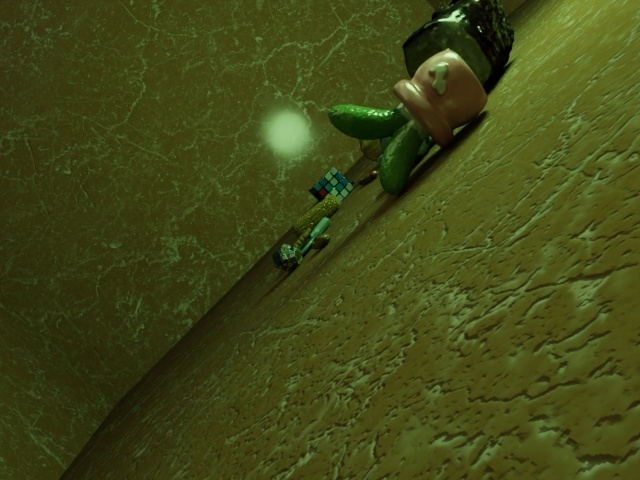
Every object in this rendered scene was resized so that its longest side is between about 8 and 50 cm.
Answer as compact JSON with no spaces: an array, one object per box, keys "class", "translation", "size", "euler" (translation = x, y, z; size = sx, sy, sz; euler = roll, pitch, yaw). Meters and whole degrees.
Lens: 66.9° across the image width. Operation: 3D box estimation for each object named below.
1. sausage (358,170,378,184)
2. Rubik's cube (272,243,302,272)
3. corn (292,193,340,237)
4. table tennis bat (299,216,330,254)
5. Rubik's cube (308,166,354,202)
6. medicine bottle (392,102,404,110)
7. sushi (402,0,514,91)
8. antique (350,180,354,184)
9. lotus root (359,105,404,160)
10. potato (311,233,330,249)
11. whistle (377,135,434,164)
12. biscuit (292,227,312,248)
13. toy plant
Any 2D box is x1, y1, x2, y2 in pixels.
[{"class":"sausage","translation":[0.203,-0.266,2.070],"size":[0.029,0.029,0.223],"euler":[-46,7,-12]},{"class":"Rubik's cube","translation":[-0.120,0.063,1.755],"size":[0.111,0.111,0.093],"euler":[-165,93,-82]},{"class":"corn","translation":[-0.020,-0.107,2.204],"size":[0.260,0.091,0.091],"euler":[-42,42,18]},{"class":"table tennis bat","translation":[-0.042,0.002,1.900],"size":[0.244,0.040,0.153],"euler":[-51,6,-22]},{"class":"Rubik's cube","translation":[0.053,-0.255,2.409],"size":[0.155,0.151,0.154],"euler":[-45,8,-8]},{"class":"medicine bottle","translation":[0.432,-0.641,2.526],"size":[0.133,0.133,0.274],"euler":[-47,6,-16]},{"class":"sushi","translation":[0.445,-0.598,1.548],"size":[0.281,0.300,0.294],"euler":[-1,39,39]},{"class":"antique","translation":[0.108,-0.238,2.543],"size":[0.192,0.015,0.031],"euler":[-46,8,0]},{"class":"lotus root","translation":[0.303,-0.482,2.138],"size":[0.310,0.183,0.183],"euler":[-40,8,31]},{"class":"potato","translation":[0.000,0.000,1.625],"size":[0.092,0.045,0.047],"euler":[-41,43,51]},{"class":"whistle","translation":[0.280,-0.329,1.462],"size":[0.289,0.163,0.163],"euler":[-43,7,26]},{"class":"biscuit","translation":[-0.099,0.024,1.985],"size":[0.172,0.029,0.254],"euler":[-53,1,6]},{"class":"toy plant","translation":[0.239,-0.337,1.289],"size":[0.356,0.317,0.210],"euler":[-41,-18,22]}]
